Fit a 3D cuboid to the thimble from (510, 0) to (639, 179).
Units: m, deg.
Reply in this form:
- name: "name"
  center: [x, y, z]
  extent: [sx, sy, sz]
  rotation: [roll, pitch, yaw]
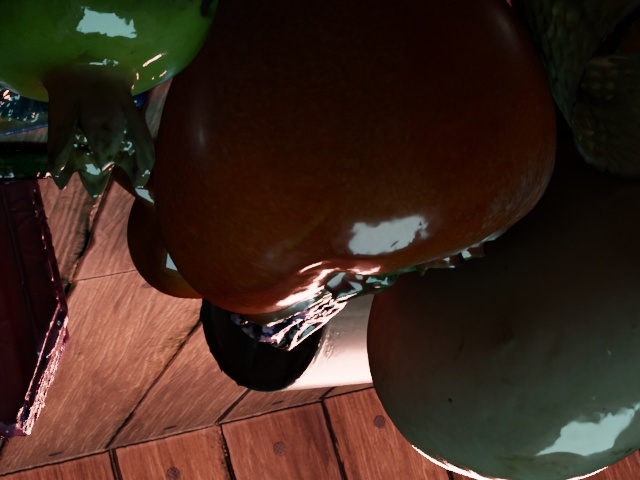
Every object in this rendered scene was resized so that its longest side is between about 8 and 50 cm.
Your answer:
- name: "thimble"
  center: [0.300, -0.189, 1.185]
  extent: [0.270, 0.150, 0.271]
  rotation: [-14, 144, -11]

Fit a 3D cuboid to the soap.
- name: "soap"
  center: [-0.332, 0.072, 1.418]
  extent: [0.162, 0.250, 0.099]
  rotation: [-11, 162, -14]

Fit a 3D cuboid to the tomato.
- name: "tomato"
  center: [0.019, -0.091, 1.188]
  extent: [0.341, 0.273, 0.341]
  rotation: [-17, 177, -1]

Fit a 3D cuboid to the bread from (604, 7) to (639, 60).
- name: "bread"
  center: [0.399, -0.185, 1.445]
  extent: [0.204, 0.163, 0.262]
  rotation: [-27, 168, -6]

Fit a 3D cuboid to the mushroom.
- name: "mushroom"
  center: [0.227, 0.080, 1.345]
  extent: [0.362, 0.362, 0.294]
  rotation: [-24, 121, 26]

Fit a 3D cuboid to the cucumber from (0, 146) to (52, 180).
- name: "cucumber"
  center: [-0.301, -0.072, 1.352]
  extent: [0.184, 0.033, 0.036]
  rotation: [-4, 136, -39]

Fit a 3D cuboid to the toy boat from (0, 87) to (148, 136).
- name: "toy boat"
  center: [-0.265, -0.099, 1.129]
  extent: [0.262, 0.115, 0.114]
  rotation: [-17, 165, 3]

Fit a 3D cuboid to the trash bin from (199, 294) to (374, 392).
- name: "trash bin"
  center: [0.009, 0.082, 1.882]
  extent: [0.277, 0.217, 0.262]
  rotation: [4, -178, 40]

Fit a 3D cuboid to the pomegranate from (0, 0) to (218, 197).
- name: "pomegranate"
  center: [-0.146, -0.140, 0.895]
  extent: [0.187, 0.225, 0.187]
  rotation: [-6, 163, -2]

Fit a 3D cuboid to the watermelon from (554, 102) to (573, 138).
- name: "watermelon"
  center: [0.338, -0.035, 1.681]
  extent: [0.279, 0.279, 0.359]
  rotation: [-21, 175, 15]

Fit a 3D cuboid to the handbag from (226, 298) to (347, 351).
- name: "handbag"
  center: [0.000, 0.000, 1.618]
  extent: [0.127, 0.229, 0.208]
  rotation: [32, 148, -17]

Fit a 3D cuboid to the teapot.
- name: "teapot"
  center: [-0.140, -0.037, 1.501]
  extent: [0.178, 0.135, 0.252]
  rotation: [-52, 138, 5]
